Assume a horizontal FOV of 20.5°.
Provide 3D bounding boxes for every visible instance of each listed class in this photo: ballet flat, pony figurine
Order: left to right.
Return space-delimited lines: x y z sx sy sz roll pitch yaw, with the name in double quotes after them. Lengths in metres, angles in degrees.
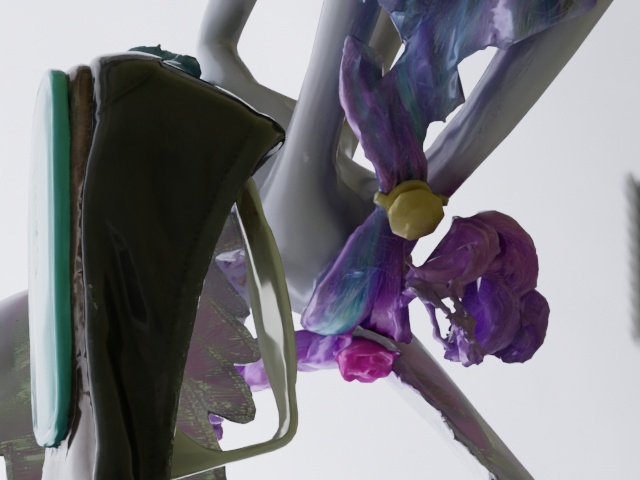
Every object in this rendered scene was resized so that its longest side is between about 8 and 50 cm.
-0.054 0.078 0.548 0.096 0.095 0.280 9 -100 -16 "ballet flat"
0.000 0.000 0.806 0.303 0.363 0.351 20 -166 -25 "pony figurine"
